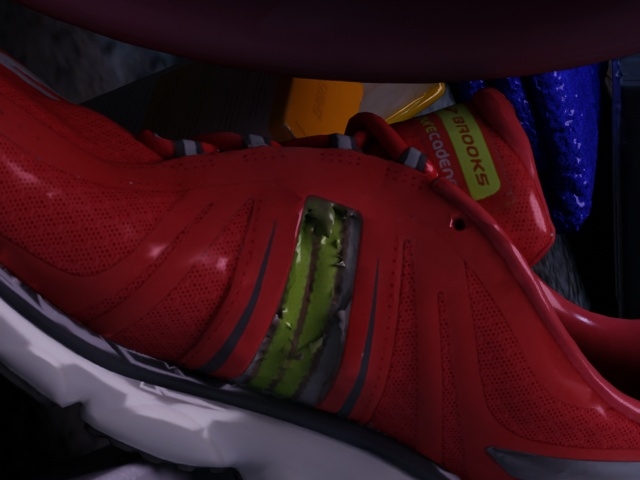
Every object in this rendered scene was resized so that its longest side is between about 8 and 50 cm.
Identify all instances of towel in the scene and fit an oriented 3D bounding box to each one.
[{"bbox_3d":[0.141,-0.167,1.097,0.228,0.076,0.308,63,24,-23],"label":"towel"}]

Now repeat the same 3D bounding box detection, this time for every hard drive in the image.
[{"bbox_3d":[0.254,-0.088,1.249,0.339,0.064,0.237,-70,156,-55],"label":"hard drive"}]

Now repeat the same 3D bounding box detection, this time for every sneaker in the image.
[{"bbox_3d":[0.000,0.000,0.445,0.279,0.118,0.107,31,17,-20],"label":"sneaker"}]

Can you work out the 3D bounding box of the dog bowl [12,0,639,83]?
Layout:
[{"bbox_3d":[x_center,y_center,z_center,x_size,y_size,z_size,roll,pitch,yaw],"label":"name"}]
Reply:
[{"bbox_3d":[0.003,-0.194,0.358,0.408,0.408,0.150,51,40,-45],"label":"dog bowl"}]

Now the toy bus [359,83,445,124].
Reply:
[{"bbox_3d":[0.005,-0.113,0.674,0.104,0.202,0.191,48,21,21],"label":"toy bus"}]

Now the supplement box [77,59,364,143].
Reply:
[{"bbox_3d":[-0.040,-0.025,0.517,0.036,0.098,0.062,55,29,-32],"label":"supplement box"}]

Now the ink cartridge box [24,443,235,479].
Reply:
[{"bbox_3d":[-0.023,0.183,0.456,0.296,0.066,0.261,-15,87,-68],"label":"ink cartridge box"}]
